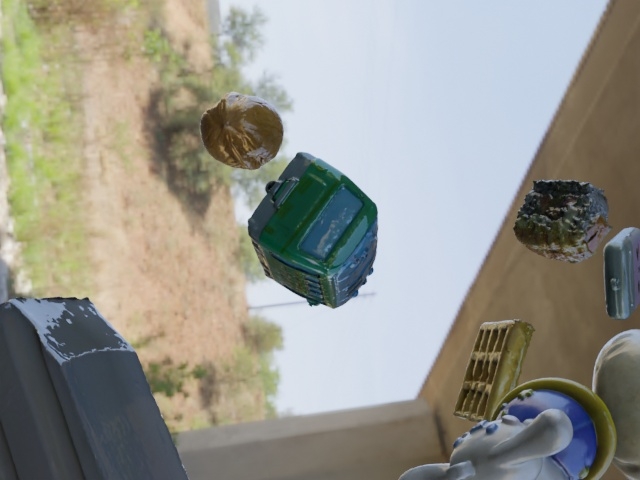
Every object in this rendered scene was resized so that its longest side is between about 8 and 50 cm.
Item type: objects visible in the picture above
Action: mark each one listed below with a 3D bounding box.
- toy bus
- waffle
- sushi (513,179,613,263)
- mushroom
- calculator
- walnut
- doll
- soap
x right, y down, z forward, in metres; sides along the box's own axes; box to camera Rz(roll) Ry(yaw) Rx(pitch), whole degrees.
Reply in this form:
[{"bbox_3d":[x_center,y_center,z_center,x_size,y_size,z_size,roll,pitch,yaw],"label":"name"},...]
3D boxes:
[{"bbox_3d":[0.000,0.000,1.639,0.183,0.199,0.343,-56,169,-12],"label":"toy bus"},{"bbox_3d":[0.359,0.276,1.912,0.248,0.055,0.221,133,-25,-80],"label":"waffle"},{"bbox_3d":[0.583,-0.052,2.237,0.274,0.139,0.184,10,-110,48],"label":"sushi"},{"bbox_3d":[0.659,0.300,1.791,0.315,0.315,0.356,-116,-140,-61],"label":"mushroom"},{"bbox_3d":[0.544,0.057,1.629,0.246,0.045,0.141,-17,103,-61],"label":"calculator"},{"bbox_3d":[-0.157,-0.218,1.825,0.207,0.159,0.159,10,72,-75],"label":"walnut"},{"bbox_3d":[0.260,0.308,1.248,0.159,0.311,0.243,60,32,1],"label":"doll"},{"bbox_3d":[-0.386,0.309,1.280,0.213,0.350,0.435,5,57,-63],"label":"soap"}]
